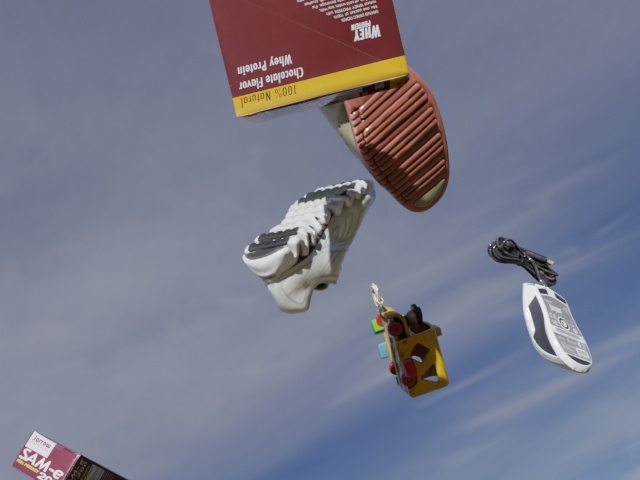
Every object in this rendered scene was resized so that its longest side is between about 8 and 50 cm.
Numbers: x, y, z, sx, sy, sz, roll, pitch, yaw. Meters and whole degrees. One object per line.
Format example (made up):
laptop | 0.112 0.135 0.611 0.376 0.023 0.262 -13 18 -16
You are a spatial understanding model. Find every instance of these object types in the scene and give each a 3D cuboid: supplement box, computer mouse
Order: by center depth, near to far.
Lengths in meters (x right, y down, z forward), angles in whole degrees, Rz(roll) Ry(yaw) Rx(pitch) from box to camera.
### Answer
supplement box | -0.015 -0.250 0.903 0.192 0.194 0.129 -13 4 6
computer mouse | 0.265 0.085 0.972 0.106 0.192 0.042 24 -52 -30
supplement box | -0.415 0.430 1.443 0.073 0.130 0.239 -62 -38 -21

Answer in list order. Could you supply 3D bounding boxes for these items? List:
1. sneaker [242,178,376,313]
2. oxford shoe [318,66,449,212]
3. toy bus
sneaker | 0.000 0.000 1.205 0.110 0.118 0.292 -9 24 40
oxford shoe | 0.061 -0.217 1.206 0.140 0.146 0.396 -37 -69 -15
toy bus | 0.175 0.189 1.519 0.105 0.190 0.202 -17 -36 -9
